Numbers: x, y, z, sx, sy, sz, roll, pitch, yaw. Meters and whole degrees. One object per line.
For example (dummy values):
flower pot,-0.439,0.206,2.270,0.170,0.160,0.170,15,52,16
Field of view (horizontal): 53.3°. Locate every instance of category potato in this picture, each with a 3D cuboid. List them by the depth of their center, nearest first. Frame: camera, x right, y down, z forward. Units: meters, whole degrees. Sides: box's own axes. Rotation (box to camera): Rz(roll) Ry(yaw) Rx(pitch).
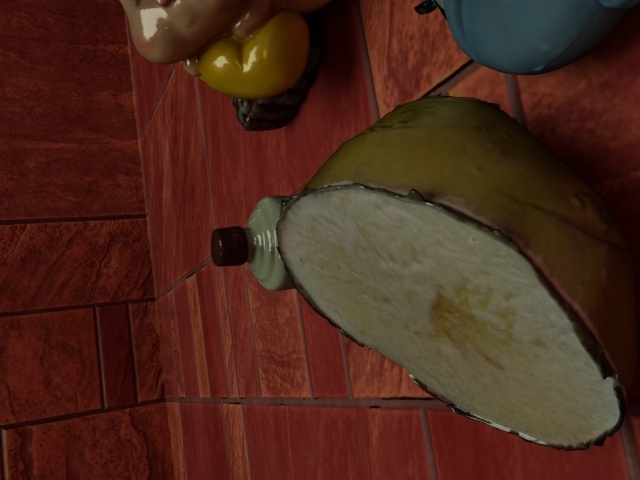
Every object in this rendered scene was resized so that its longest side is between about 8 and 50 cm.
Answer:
potato,0.134,0.002,0.520,0.300,0.196,0.246,32,150,25

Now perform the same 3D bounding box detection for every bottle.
bottle,0.000,0.000,0.709,0.104,0.245,0.104,13,104,63

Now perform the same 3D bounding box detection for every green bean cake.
green bean cake,-0.088,-0.322,1.012,0.198,0.097,0.232,-48,52,56

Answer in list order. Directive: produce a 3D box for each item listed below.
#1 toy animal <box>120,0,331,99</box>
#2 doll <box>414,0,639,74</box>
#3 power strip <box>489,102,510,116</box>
toy animal,-0.114,-0.334,0.787,0.345,0.247,0.277,-24,69,22
doll,0.143,-0.236,0.505,0.314,0.141,0.177,-124,43,-51
power strip,0.146,-0.101,0.653,0.136,0.019,0.051,156,110,-63
